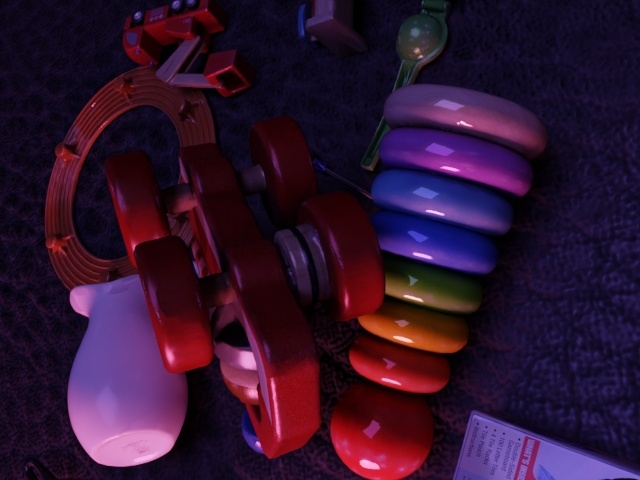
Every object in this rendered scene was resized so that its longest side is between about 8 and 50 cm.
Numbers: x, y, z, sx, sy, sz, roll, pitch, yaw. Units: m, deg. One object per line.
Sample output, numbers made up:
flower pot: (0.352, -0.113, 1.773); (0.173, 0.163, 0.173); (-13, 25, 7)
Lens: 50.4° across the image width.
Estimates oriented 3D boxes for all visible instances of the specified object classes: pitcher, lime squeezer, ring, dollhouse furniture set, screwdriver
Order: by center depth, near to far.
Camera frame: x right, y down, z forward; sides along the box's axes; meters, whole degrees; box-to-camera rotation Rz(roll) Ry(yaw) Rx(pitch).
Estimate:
lime squeezer: (0.095, -0.224, 0.664); (0.059, 0.110, 0.310); (15, 117, 20)
screwdriver: (0.017, -0.068, 0.724); (0.170, 0.025, 0.024); (33, 96, 27)
dollhouse furniture set: (-0.034, -0.303, 0.749); (0.129, 0.129, 0.183); (-8, 73, 33)
pitcher: (-0.195, 0.127, 0.760); (0.178, 0.125, 0.207); (-25, 52, 10)
ring: (-0.272, -0.083, 0.914); (0.337, 0.032, 0.336); (-9, 72, 31)

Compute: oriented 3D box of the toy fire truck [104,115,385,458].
toy fire truck: (-0.065, 0.054, 0.598); (0.169, 0.253, 0.302); (-17, 42, -15)

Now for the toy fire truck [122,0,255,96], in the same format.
toy fire truck: (-0.174, -0.242, 0.868); (0.192, 0.047, 0.135); (-6, 68, 25)

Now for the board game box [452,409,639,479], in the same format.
board game box: (0.212, 0.318, 0.450); (0.318, 0.066, 0.318); (14, 85, 37)

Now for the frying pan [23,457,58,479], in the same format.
frying pan: (-0.242, 0.377, 0.757); (0.326, 0.053, 0.197); (3, 79, 37)

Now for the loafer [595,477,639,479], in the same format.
loafer: (0.127, 0.224, 0.452); (0.223, 0.076, 0.078); (-38, 63, 27)

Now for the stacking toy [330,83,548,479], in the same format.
stacking toy: (0.083, 0.044, 0.579); (0.141, 0.141, 0.330); (16, 90, 36)
